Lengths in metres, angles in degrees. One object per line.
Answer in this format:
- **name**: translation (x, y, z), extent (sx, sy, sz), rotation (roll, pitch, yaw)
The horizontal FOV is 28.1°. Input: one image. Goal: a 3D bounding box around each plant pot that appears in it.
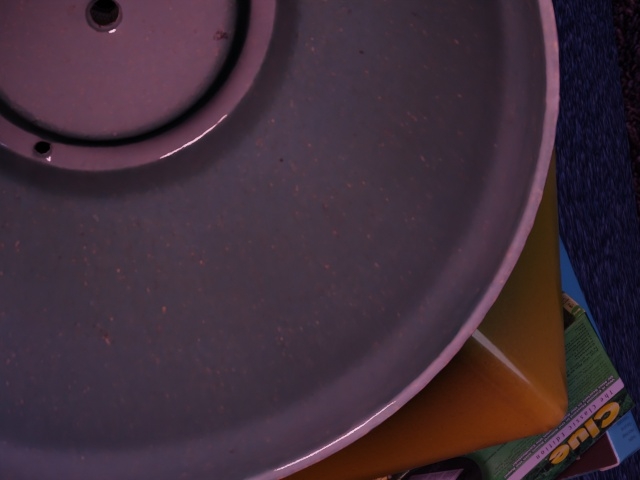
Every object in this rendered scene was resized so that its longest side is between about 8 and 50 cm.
- **plant pot**: translation (-0.080, -0.069, 0.503), extent (0.196, 0.293, 0.293), rotation (-118, -176, -62)
- **plant pot**: translation (0.000, 0.000, 0.736), extent (0.187, 0.212, 0.212), rotation (41, 40, -38)

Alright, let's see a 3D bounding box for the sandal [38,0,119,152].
- **sandal**: translation (-0.135, -0.128, 0.641), extent (0.090, 0.060, 0.219), rotation (-61, 134, -59)

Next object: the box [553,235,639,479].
- **box**: translation (0.140, 0.056, 0.940), extent (0.060, 0.100, 0.244), rotation (-12, 80, -57)

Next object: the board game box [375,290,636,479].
- **board game box**: translation (0.084, 0.156, 0.819), extent (0.030, 0.260, 0.136), rotation (46, -5, 44)
